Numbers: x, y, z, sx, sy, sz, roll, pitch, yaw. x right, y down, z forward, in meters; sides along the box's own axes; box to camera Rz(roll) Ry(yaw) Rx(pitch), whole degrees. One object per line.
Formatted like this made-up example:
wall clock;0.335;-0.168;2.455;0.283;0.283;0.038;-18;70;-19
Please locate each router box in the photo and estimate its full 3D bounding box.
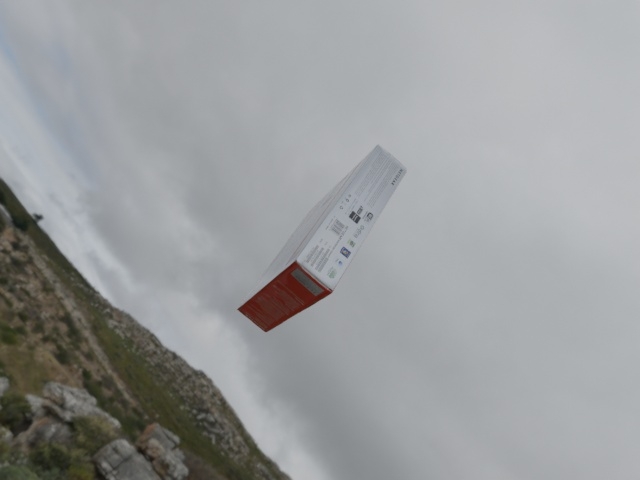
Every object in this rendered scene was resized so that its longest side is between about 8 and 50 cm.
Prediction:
router box;0.000;0.000;0.956;0.082;0.336;0.301;40;-35;-8
